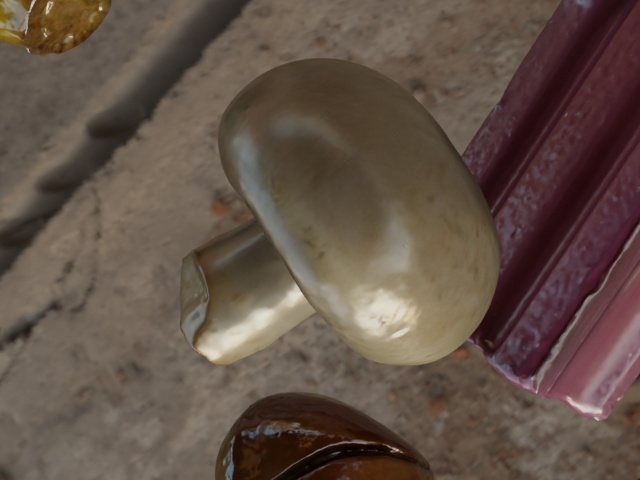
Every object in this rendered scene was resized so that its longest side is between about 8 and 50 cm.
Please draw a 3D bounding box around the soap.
[{"bbox_3d":[0.241,-0.057,1.290,0.359,0.128,0.233,-57,40,11],"label":"soap"}]

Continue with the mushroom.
[{"bbox_3d":[0.000,0.000,0.898,0.204,0.204,0.204,16,118,32],"label":"mushroom"}]

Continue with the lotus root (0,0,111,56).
[{"bbox_3d":[-0.245,-0.274,1.103,0.193,0.193,0.291,-41,65,41],"label":"lotus root"}]

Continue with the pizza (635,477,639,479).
[{"bbox_3d":[0.329,0.302,1.537,0.123,0.026,0.108,-46,37,18],"label":"pizza"}]

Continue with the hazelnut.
[{"bbox_3d":[0.005,0.236,1.428,0.208,0.208,0.208,16,118,32],"label":"hazelnut"}]
